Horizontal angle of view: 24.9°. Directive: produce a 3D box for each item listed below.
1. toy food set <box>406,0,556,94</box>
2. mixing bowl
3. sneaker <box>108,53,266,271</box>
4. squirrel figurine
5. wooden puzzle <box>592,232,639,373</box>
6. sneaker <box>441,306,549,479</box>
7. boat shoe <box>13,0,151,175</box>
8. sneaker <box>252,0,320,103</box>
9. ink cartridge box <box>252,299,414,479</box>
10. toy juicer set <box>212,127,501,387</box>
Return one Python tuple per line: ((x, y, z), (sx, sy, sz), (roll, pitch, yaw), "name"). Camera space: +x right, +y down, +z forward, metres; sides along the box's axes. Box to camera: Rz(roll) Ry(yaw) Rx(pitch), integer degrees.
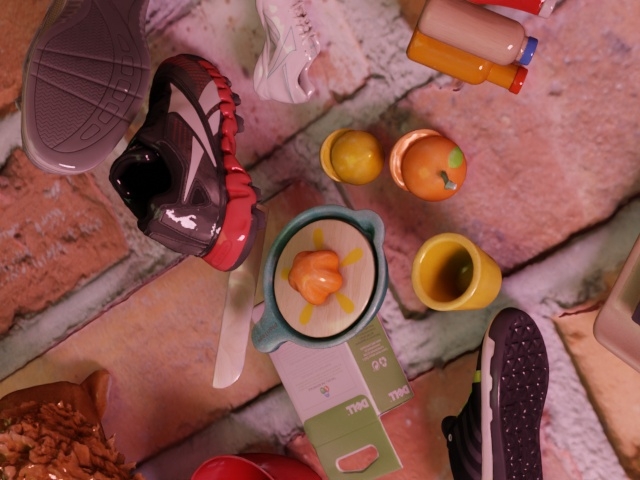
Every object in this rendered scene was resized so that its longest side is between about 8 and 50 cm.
((0.157, -0.230, 1.192), (0.104, 0.111, 0.232), (22, 111, 1), "toy food set")
((-0.047, 0.299, 1.548), (0.181, 0.098, 0.181), (15, 113, 39), "mixing bowl")
((-0.144, -0.093, 1.429), (0.097, 0.135, 0.276), (-55, 36, 37), "sneaker")
((-0.272, 0.307, 1.638), (0.397, 0.281, 0.370), (107, 148, -59), "squirrel figurine")
((0.341, 0.038, 1.127), (0.221, 0.044, 0.238), (38, 120, 28), "wooden puzzle")
((0.147, 0.170, 1.338), (0.097, 0.084, 0.234), (16, 114, 40), "sneaker")
((-0.239, -0.187, 1.469), (0.103, 0.118, 0.320), (131, 149, -49), "boat shoe")
((-0.027, -0.204, 1.402), (0.061, 0.054, 0.152), (17, 121, 28), "sneaker")
((0.022, 0.137, 1.456), (0.109, 0.062, 0.209), (-30, 83, 43), "ink cartridge box")
((0.000, 0.000, 1.354), (0.329, 0.089, 0.209), (-19, 70, 30), "toy juicer set")
